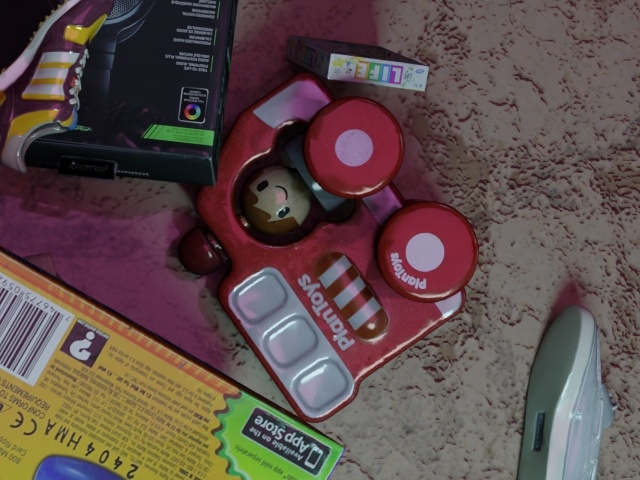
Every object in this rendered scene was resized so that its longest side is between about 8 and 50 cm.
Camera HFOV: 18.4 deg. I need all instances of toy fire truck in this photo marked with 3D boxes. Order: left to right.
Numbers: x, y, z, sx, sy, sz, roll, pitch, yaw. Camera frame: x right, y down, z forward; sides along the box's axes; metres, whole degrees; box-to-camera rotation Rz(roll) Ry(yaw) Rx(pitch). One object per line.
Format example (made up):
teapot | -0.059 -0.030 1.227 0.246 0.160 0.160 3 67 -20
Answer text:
toy fire truck | 0.000 0.000 1.983 0.254 0.169 0.302 -36 93 -1

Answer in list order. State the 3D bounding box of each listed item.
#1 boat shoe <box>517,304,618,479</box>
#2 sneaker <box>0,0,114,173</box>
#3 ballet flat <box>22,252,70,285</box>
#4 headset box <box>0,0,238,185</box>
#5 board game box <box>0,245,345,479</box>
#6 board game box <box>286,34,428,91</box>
boat shoe | 0.267 0.184 2.084 0.081 0.079 0.227 15 82 -25
sneaker | -0.238 -0.146 1.805 0.084 0.069 0.185 42 91 8
ballet flat | -0.246 0.088 1.933 0.052 0.057 0.168 -26 92 -33
headset box | -0.209 -0.193 1.913 0.246 0.131 0.283 7 80 0
board game box | -0.251 0.225 1.717 0.356 0.356 0.356 31 85 -12
board game box | 0.036 -0.181 2.013 0.103 0.154 0.026 6 101 -17
